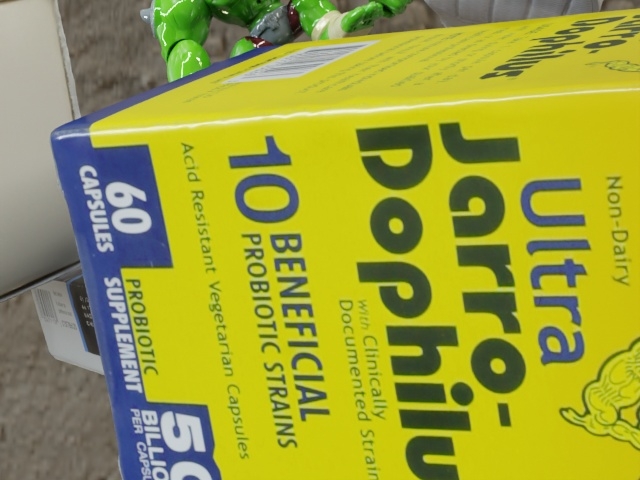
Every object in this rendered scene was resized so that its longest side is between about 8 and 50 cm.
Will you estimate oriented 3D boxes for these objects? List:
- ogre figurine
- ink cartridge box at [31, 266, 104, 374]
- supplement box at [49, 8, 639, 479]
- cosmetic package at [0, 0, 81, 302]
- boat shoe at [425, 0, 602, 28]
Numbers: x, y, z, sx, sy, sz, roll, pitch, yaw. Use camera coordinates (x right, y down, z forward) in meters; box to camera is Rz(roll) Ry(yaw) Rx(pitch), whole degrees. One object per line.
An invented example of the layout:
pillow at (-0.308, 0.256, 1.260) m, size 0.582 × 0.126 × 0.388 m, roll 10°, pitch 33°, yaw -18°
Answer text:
ogre figurine at (-0.041, -0.157, 1.099) m, size 0.197 × 0.097 × 0.118 m, roll -43°, pitch 77°, yaw 11°
ink cartridge box at (0.000, 0.000, 0.979) m, size 0.332 × 0.165 × 0.065 m, roll -19°, pitch 99°, yaw -25°
supplement box at (0.091, 0.010, 0.702) m, size 0.356 × 0.195 × 0.194 m, roll -2°, pitch 106°, yaw 29°
cosmetic package at (-0.277, -0.048, 0.845) m, size 0.296 × 0.129 × 0.153 m, roll 4°, pitch 108°, yaw 35°
boat shoe at (0.138, -0.211, 1.125) m, size 0.121 × 0.335 × 0.119 m, roll 14°, pitch 91°, yaw -1°
